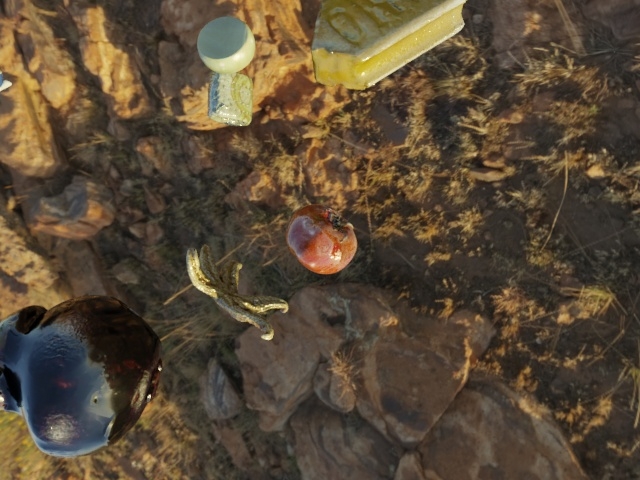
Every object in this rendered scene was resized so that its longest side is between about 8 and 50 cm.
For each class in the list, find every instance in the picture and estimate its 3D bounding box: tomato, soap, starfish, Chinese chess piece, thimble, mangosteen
[{"bbox_3d":[0.001,0.003,1.378,0.232,0.232,0.188,50,122,6],"label":"tomato"},{"bbox_3d":[0.090,-0.354,0.715,0.160,0.257,0.080,52,170,26],"label":"soap"},{"bbox_3d":[-0.226,0.113,1.066,0.094,0.327,0.375,-49,61,2],"label":"starfish"},{"bbox_3d":[-0.235,-0.488,1.086,0.143,0.058,0.144,-2,73,8],"label":"Chinese chess piece"},{"bbox_3d":[-0.287,-0.445,1.357,0.137,0.190,0.144,7,96,12],"label":"thimble"},{"bbox_3d":[-0.412,0.209,0.728,0.287,0.233,0.288,29,151,18],"label":"mangosteen"}]

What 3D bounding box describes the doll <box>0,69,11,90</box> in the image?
[{"bbox_3d":[-0.707,-0.321,0.911,0.057,0.098,0.143,31,114,30],"label":"doll"}]
